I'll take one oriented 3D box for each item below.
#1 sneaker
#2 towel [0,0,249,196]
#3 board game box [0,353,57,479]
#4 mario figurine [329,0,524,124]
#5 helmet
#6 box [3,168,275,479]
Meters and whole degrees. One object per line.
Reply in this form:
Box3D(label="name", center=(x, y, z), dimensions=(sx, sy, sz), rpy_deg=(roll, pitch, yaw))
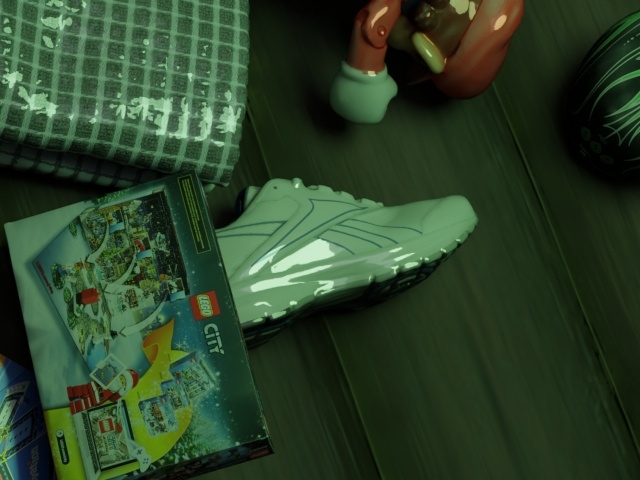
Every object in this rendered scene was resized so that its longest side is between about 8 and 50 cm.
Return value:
Box3D(label="sneaker", center=(0.000, 0.000, 1.346), dimensions=(0.297, 0.111, 0.129), rpy_deg=(-16, 75, -27))
Box3D(label="towel", center=(-0.176, -0.189, 1.324), dimensions=(0.235, 0.121, 0.284), rpy_deg=(9, 70, -20))
Box3D(label="board game box", center=(-0.252, 0.233, 1.197), dimensions=(0.145, 0.027, 0.281), rpy_deg=(32, 60, -11))
Box3D(label="mario figurine", center=(0.038, -0.234, 1.401), dimensions=(0.198, 0.170, 0.320), rpy_deg=(-42, 123, 11))
Box3D(label="helmet", center=(0.319, -0.141, 1.490), dimensions=(0.169, 0.161, 0.169), rpy_deg=(7, 71, -21))
Box3D(label="box", center=(-0.141, 0.073, 1.235), dimensions=(0.159, 0.044, 0.233), rpy_deg=(-16, 65, -2))
